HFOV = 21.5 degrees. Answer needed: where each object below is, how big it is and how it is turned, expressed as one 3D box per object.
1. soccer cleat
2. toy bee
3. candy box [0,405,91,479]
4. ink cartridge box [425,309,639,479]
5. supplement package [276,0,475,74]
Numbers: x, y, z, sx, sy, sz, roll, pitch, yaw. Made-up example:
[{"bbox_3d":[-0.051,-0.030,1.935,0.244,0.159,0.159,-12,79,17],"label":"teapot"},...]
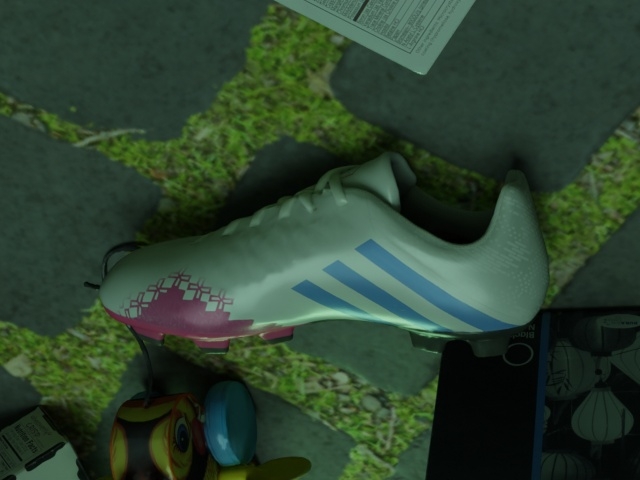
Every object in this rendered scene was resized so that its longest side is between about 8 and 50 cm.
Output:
[{"bbox_3d":[0.000,0.000,1.222,0.331,0.116,0.143,0,114,8],"label":"soccer cleat"},{"bbox_3d":[-0.128,0.178,1.351,0.195,0.162,0.298,-28,120,32],"label":"toy bee"},{"bbox_3d":[-0.295,0.272,1.436,0.233,0.071,0.159,-32,127,-15],"label":"candy box"},{"bbox_3d":[0.157,0.183,1.184,0.165,0.333,0.065,-2,132,12],"label":"ink cartridge box"},{"bbox_3d":[-0.001,-0.269,0.920,0.262,0.199,0.198,25,129,-10],"label":"supplement package"}]
